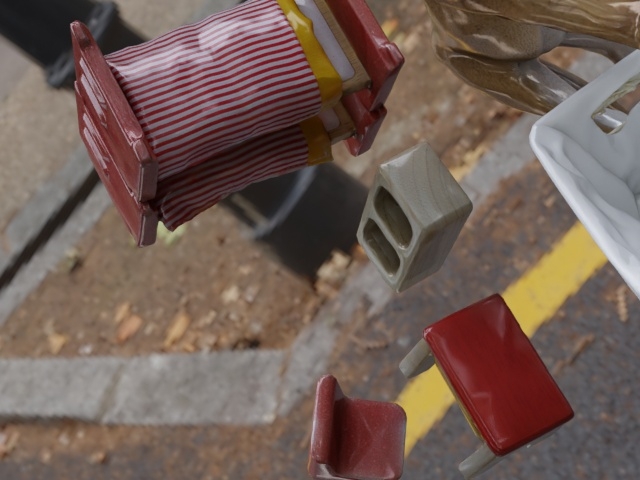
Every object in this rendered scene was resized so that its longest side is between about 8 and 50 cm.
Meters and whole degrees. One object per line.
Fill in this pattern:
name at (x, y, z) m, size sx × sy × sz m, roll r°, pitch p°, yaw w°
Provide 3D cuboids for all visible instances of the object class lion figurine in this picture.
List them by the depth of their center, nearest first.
lion figurine at (0.117, -0.156, 0.921) m, size 0.240 × 0.392 × 0.142 m, roll 21°, pitch 71°, yaw 19°

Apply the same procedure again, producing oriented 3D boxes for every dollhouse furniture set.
dollhouse furniture set at (0.000, 0.000, 1.007) m, size 0.201 × 0.374 × 0.152 m, roll -25°, pitch -18°, yaw -17°

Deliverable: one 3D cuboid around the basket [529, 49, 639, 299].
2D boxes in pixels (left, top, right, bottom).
basket at (0.215, -0.020, 0.852) m, size 0.113 × 0.103 × 0.167 m, roll -36°, pitch 44°, yaw 9°
